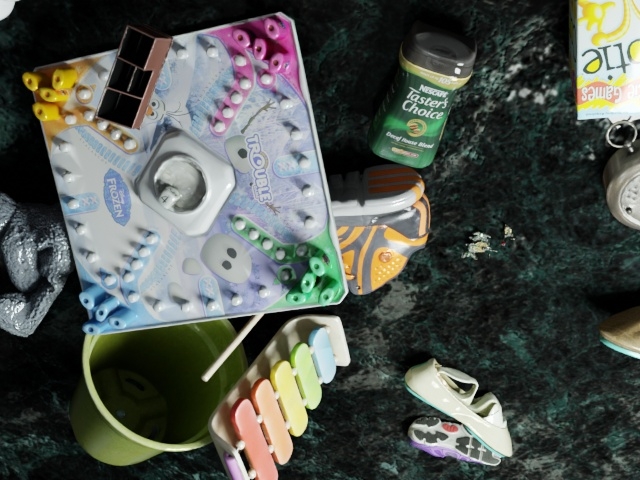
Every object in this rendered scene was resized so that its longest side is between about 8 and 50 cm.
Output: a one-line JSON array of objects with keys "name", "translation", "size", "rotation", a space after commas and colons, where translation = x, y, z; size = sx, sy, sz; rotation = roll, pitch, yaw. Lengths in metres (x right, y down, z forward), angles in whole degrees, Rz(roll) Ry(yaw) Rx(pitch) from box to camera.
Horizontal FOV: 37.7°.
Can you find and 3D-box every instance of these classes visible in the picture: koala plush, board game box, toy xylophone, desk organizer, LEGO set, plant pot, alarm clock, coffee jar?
[{"name": "koala plush", "translation": [-0.471, -0.012, 1.401], "size": [0.221, 0.196, 0.203], "rotation": [32, 116, -16]}, {"name": "board game box", "translation": [-0.188, -0.074, 1.263], "size": [0.390, 0.050, 0.390], "rotation": [-9, 100, 17]}, {"name": "toy xylophone", "translation": [-0.076, 0.229, 1.463], "size": [0.081, 0.322, 0.236], "rotation": [13, 144, 31]}, {"name": "desk organizer", "translation": [-0.238, -0.207, 1.192], "size": [0.047, 0.050, 0.130], "rotation": [27, 107, 9]}, {"name": "board game box", "translation": [0.352, -0.291, 1.040], "size": [0.144, 0.142, 0.275], "rotation": [-3, 129, 12]}, {"name": "LEGO set", "translation": [0.246, 0.001, 1.389], "size": [0.083, 0.023, 0.054], "rotation": [-14, 129, 4]}, {"name": "plant pot", "translation": [-0.295, 0.252, 1.556], "size": [0.276, 0.276, 0.254], "rotation": [28, 140, -14]}, {"name": "alarm clock", "translation": [0.438, -0.086, 1.255], "size": [0.129, 0.064, 0.192], "rotation": [-27, 117, 28]}, {"name": "coffee jar", "translation": [0.130, -0.188, 1.207], "size": [0.096, 0.079, 0.184], "rotation": [16, 130, -4]}]

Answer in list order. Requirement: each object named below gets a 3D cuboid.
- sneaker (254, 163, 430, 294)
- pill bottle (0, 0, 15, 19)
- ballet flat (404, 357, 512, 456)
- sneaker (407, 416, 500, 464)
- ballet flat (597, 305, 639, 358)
[{"name": "sneaker", "translation": [0.000, 0.000, 1.359], "size": [0.321, 0.124, 0.180], "rotation": [-3, 128, 12]}, {"name": "pill bottle", "translation": [-0.457, -0.316, 1.181], "size": [0.193, 0.108, 0.108], "rotation": [-15, 126, 22]}, {"name": "ballet flat", "translation": [0.254, 0.279, 1.586], "size": [0.248, 0.086, 0.086], "rotation": [36, 126, -18]}, {"name": "sneaker", "translation": [0.240, 0.361, 1.675], "size": [0.170, 0.068, 0.071], "rotation": [16, 146, 8]}, {"name": "ballet flat", "translation": [0.587, 0.143, 1.400], "size": [0.342, 0.116, 0.124], "rotation": [19, 110, -7]}]
